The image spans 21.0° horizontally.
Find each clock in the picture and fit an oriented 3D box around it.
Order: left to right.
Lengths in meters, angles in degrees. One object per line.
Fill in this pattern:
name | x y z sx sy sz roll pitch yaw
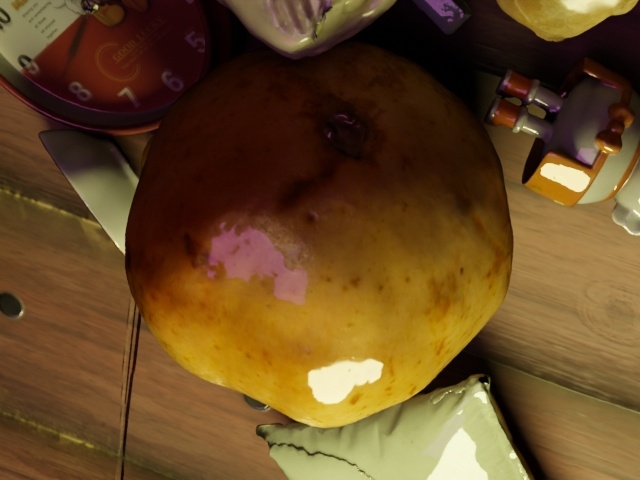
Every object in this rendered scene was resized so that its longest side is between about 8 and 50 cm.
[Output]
clock | -0.238 -0.248 1.807 0.318 0.080 0.318 11 133 12

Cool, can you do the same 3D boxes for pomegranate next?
pomegranate | 0.000 0.000 1.698 0.410 0.410 0.410 11 122 19

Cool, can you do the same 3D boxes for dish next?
dish | -0.228 -0.058 1.901 0.066 0.190 0.191 -36 101 -3

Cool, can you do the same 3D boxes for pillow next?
pillow | 0.121 0.301 1.945 0.312 0.119 0.310 -19 112 32

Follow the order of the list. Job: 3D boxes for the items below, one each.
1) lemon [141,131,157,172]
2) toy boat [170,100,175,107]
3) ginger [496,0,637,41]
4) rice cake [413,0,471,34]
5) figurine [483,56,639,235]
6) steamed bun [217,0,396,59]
lemon | -0.163 -0.083 1.882 0.065 0.065 0.092 11 90 19
toy boat | -0.094 -0.055 1.850 0.080 0.046 0.229 -14 129 36
ginger | 0.277 -0.351 1.498 0.348 0.122 0.363 2 109 34
rice cake | 0.072 -0.272 1.689 0.180 0.030 0.042 45 112 -4
figurine | 0.288 -0.084 1.640 0.271 0.143 0.143 23 125 13
steamed bun | -0.005 -0.339 1.570 0.275 0.206 0.320 29 104 7
